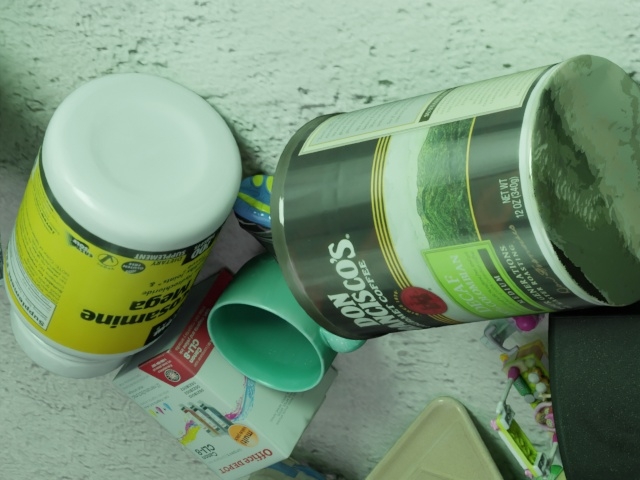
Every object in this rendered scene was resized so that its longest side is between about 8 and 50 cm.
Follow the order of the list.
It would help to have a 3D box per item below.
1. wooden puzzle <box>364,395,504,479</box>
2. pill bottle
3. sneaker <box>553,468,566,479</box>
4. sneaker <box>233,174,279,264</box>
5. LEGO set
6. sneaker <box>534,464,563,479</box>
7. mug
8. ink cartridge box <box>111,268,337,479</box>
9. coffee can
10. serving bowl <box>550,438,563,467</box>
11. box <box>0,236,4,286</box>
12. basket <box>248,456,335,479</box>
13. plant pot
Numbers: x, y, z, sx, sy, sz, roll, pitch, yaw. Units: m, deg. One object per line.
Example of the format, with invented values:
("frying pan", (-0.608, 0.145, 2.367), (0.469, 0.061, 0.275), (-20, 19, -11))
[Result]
("wooden puzzle", (0.140, 0.315, 1.913), (0.239, 0.044, 0.221), (59, 134, 27))
("pill bottle", (-0.208, 0.000, 1.808), (0.188, 0.188, 0.334), (32, 144, 1))
("sneaker", (0.370, 0.240, 1.587), (0.410, 0.182, 0.158), (-18, 115, 22))
("sneaker", (0.000, 0.000, 1.770), (0.188, 0.067, 0.078), (27, 156, 10))
("LEGO set", (0.259, 0.180, 1.717), (0.287, 0.107, 0.132), (36, 126, -3))
("sneaker", (0.180, 0.324, 1.954), (0.123, 0.109, 0.295), (37, 137, 5))
("mug", (-0.023, 0.079, 1.837), (0.157, 0.097, 0.129), (24, 142, 10))
("ink cartridge box", (-0.100, 0.147, 1.944), (0.176, 0.127, 0.128), (43, 142, -14))
("coffee can", (0.124, -0.031, 1.520), (0.275, 0.201, 0.201), (-11, 126, 42))
("serving bowl", (0.270, 0.197, 1.808), (0.083, 0.027, 0.083), (10, 124, 15))
("box", (-0.409, -0.115, 1.826), (0.242, 0.076, 0.307), (51, 153, 30))
("basket", (-0.039, 0.406, 2.057), (0.254, 0.289, 0.201), (26, 143, 11))
("plant pot", (0.297, 0.088, 1.555), (0.187, 0.188, 0.167), (-2, 124, 38))
